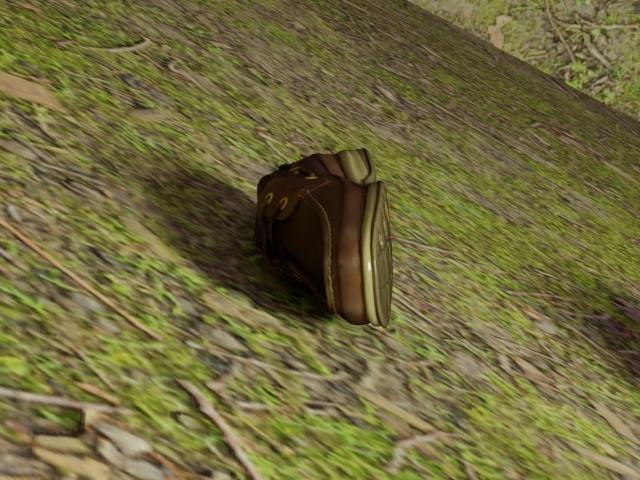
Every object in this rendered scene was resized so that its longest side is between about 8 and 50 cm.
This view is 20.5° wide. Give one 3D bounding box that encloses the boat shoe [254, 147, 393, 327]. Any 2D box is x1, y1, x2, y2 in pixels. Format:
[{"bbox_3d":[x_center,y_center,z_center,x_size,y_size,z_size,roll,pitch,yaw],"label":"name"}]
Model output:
[{"bbox_3d":[0.000,0.000,0.809,0.060,0.064,0.178,-4,15,-3],"label":"boat shoe"}]
